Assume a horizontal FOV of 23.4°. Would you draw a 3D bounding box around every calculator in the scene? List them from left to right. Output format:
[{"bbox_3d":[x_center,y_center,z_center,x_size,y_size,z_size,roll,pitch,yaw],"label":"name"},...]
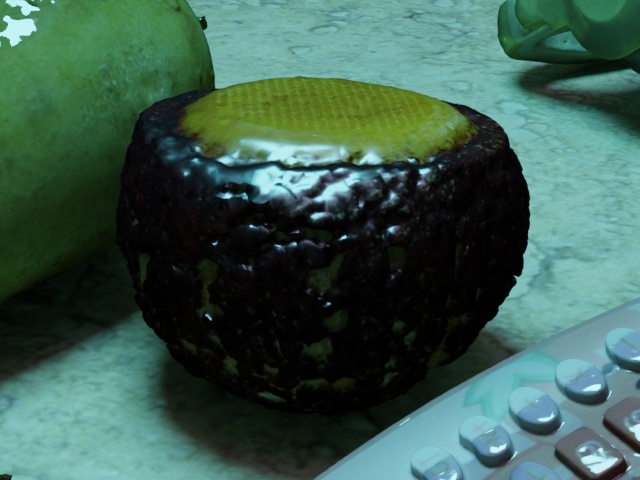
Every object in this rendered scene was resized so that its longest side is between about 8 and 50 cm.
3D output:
[{"bbox_3d":[0.103,0.127,0.634,0.329,0.048,0.220,-31,32,-12],"label":"calculator"}]

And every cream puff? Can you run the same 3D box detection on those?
[{"bbox_3d":[0.000,0.000,0.877,0.239,0.165,0.239,1,21,-1],"label":"cream puff"}]

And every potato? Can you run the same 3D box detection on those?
[{"bbox_3d":[-0.235,-0.069,0.958,0.269,0.219,0.359,14,33,31],"label":"potato"}]

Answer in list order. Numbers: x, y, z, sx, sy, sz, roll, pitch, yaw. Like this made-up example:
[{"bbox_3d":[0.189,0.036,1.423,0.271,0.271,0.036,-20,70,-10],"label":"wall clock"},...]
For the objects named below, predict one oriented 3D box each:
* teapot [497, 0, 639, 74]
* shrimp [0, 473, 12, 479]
[{"bbox_3d":[0.295,-0.238,1.290,0.239,0.239,0.321,-6,20,-25],"label":"teapot"},{"bbox_3d":[-0.232,0.151,0.700,0.148,0.035,0.195,6,26,16],"label":"shrimp"}]
